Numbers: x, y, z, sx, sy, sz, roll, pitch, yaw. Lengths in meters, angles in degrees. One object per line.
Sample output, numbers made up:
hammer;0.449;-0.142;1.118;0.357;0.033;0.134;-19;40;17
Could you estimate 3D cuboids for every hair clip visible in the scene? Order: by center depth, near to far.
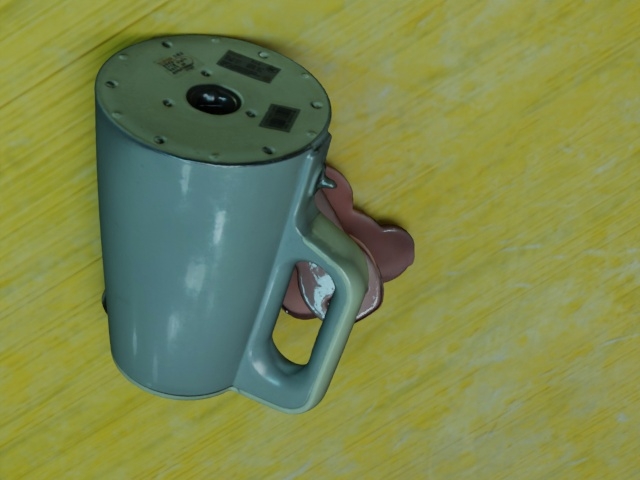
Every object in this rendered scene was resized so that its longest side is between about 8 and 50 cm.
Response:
hair clip;0.000;-0.002;1.003;0.123;0.102;0.138;-34;94;4

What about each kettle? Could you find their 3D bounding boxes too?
kettle;-0.063;0.004;0.898;0.210;0.160;0.243;19;128;12
